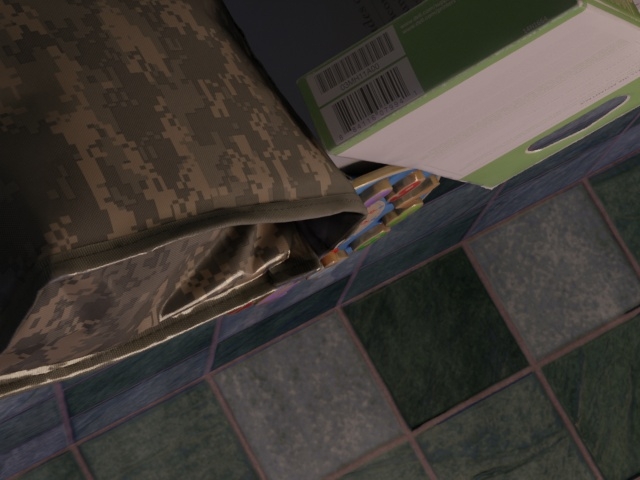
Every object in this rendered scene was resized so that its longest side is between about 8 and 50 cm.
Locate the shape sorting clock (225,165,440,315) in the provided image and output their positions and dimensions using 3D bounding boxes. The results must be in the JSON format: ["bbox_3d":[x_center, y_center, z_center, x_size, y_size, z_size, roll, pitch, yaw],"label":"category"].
[{"bbox_3d":[0.000,0.000,1.233,0.206,0.040,0.206,-26,171,-5],"label":"shape sorting clock"}]

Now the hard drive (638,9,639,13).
[{"bbox_3d":[0.264,-0.214,1.581,0.308,0.040,0.203,-19,180,8],"label":"hard drive"}]

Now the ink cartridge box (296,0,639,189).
[{"bbox_3d":[0.115,-0.100,1.010,0.171,0.056,0.235,-30,165,24],"label":"ink cartridge box"}]

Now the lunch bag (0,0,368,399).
[{"bbox_3d":[-0.130,-0.062,0.919,0.287,0.235,0.169,-17,158,-48],"label":"lunch bag"}]

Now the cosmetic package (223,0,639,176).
[{"bbox_3d":[0.088,-0.183,1.137,0.230,0.161,0.453,-19,166,-43],"label":"cosmetic package"}]
